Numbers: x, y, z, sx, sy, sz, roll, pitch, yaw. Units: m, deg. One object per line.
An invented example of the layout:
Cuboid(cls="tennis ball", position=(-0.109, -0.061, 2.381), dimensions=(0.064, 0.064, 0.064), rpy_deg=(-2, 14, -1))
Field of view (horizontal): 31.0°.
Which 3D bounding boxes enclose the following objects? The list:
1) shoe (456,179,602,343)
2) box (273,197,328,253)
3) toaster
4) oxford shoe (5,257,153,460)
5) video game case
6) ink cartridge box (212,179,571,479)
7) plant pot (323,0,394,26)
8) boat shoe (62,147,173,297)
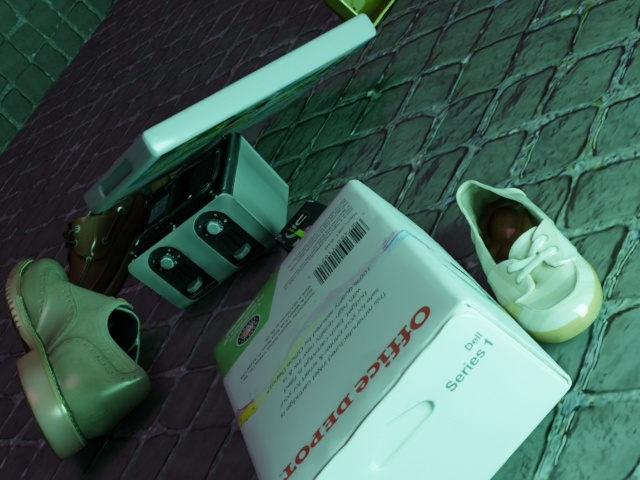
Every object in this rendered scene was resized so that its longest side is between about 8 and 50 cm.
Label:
Cuboid(cls="shoe", position=(0.157, 0.011, 0.924), dimensions=(0.076, 0.058, 0.219), rpy_deg=(-42, 24, 10))
Cuboid(cls="box", position=(0.000, 0.000, 1.206), dimensions=(0.062, 0.052, 0.083), rpy_deg=(-50, 23, -6))
Cuboid(cls="toaster", position=(-0.136, -0.028, 1.397), dimensions=(0.168, 0.110, 0.185), rpy_deg=(-35, 27, 21))
Cuboid(cls="oxford shoe", position=(-0.293, 0.121, 1.427), dimensions=(0.146, 0.140, 0.397), rpy_deg=(-25, 33, -7))
Cuboid(cls="video game case", position=(-0.121, -0.153, 1.439), dimensions=(0.329, 0.036, 0.300), rpy_deg=(-33, 3, -26))
Cuboid(cls="ink cartridge box", position=(0.039, 0.097, 0.896), dimensions=(0.201, 0.117, 0.278), rpy_deg=(-51, 24, 7))
Cuboid(cls="plant pot", position=(0.051, -0.344, 1.625), dimensions=(0.081, 0.081, 0.083), rpy_deg=(-53, 15, -14))
Cuboid(cls="boat shoe", position=(-0.324, 0.004, 1.662), dimensions=(0.111, 0.104, 0.307), rpy_deg=(-9, 44, 51))
